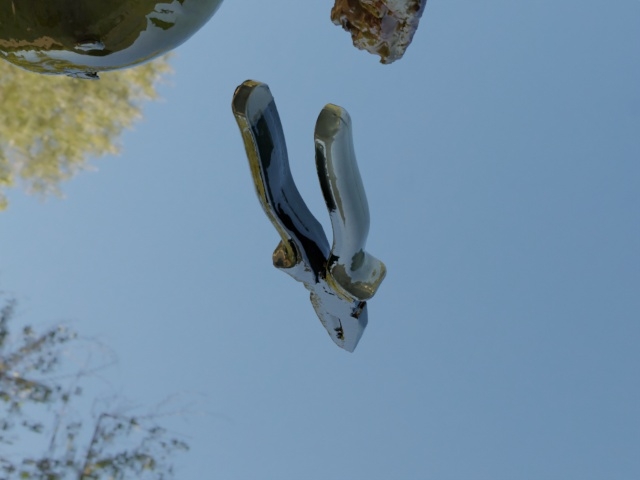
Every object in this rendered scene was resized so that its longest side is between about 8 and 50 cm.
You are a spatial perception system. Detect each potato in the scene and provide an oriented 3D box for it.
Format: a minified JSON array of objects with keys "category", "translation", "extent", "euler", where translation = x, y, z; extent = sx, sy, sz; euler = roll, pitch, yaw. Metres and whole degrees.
[{"category":"potato","translation":[-0.188,-0.199,0.927],"extent":[0.272,0.160,0.111],"euler":[-13,-111,26]}]

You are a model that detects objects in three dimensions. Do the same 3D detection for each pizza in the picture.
[{"category":"pizza","translation":[0.058,-0.264,1.081],"extent":[0.305,0.086,0.161],"euler":[-88,-170,-75]}]

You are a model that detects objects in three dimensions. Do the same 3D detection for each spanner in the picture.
[{"category":"spanner","translation":[0.000,0.000,0.829],"extent":[0.096,0.325,0.040],"euler":[21,-118,23]}]
